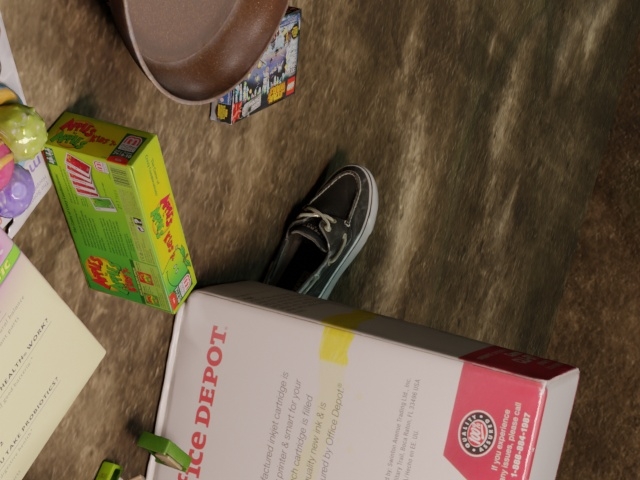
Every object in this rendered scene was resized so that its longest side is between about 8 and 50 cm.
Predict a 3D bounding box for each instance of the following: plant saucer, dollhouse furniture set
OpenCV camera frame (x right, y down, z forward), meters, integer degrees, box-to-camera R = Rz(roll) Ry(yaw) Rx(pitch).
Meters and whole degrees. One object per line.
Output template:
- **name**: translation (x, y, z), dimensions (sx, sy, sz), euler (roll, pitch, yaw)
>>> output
- **plant saucer**: translation (-0.099, -0.272, 1.358), dimensions (0.310, 0.050, 0.310), euler (-47, 145, -48)
- **dollhouse furniture set**: translation (-0.183, 0.264, 1.534), dimensions (0.151, 0.076, 0.058), euler (-67, 155, -20)

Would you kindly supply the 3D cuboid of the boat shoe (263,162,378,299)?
- **boat shoe**: translation (0.000, 0.000, 1.786), dimensions (0.219, 0.078, 0.070), euler (-64, 156, -20)

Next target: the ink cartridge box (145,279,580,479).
- **ink cartridge box**: translation (0.037, 0.217, 1.616), dimensions (0.160, 0.385, 0.279), euler (-8, 111, -68)

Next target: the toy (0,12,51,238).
- **toy**: translation (-0.250, -0.075, 1.204), dimensions (0.137, 0.056, 0.237), euler (-56, 150, -35)

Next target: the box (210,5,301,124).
- **box**: translation (-0.064, -0.178, 1.597), dimensions (0.137, 0.027, 0.094), euler (-35, 136, -57)

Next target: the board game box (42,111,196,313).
- **board game box**: translation (-0.171, -0.022, 1.366), dimensions (0.043, 0.092, 0.181), euler (-57, 151, -36)

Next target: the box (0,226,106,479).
- **box**: translation (-0.259, 0.089, 0.924), dimensions (0.213, 0.117, 0.243), euler (-58, 161, -15)

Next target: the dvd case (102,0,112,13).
- **dvd case**: translation (-0.126, -0.255, 1.407), dimensions (0.179, 0.030, 0.238), euler (-67, 155, -17)
